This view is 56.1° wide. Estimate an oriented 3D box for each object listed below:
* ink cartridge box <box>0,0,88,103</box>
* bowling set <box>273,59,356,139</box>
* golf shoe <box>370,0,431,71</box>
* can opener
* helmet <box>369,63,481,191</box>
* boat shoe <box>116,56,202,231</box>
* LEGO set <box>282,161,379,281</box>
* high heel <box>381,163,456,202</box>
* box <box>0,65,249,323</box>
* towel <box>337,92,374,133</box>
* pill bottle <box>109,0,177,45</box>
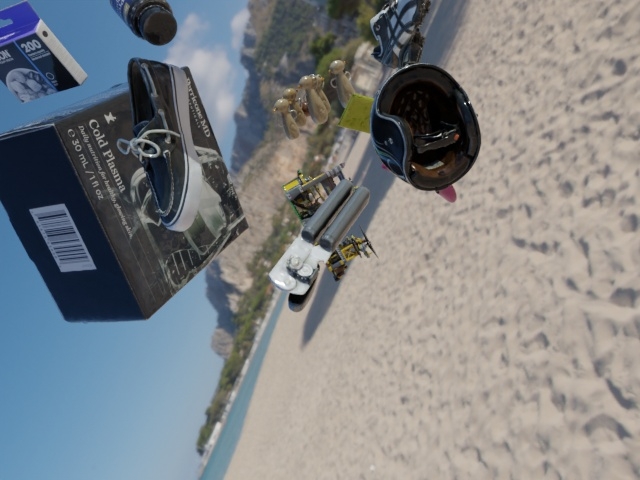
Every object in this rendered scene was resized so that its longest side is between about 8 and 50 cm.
[{"bbox_3d":[-0.689,-0.430,1.397,0.208,0.206,0.045,58,-146,-41],"label":"ink cartridge box"},{"bbox_3d":[-0.051,-0.449,1.903,0.287,0.154,0.200,-32,26,-18],"label":"bowling set"},{"bbox_3d":[0.122,-0.351,0.943,0.198,0.093,0.077,94,-162,-49],"label":"golf shoe"},{"bbox_3d":[0.000,0.000,1.098,0.280,0.074,0.093,-56,-17,-31],"label":"can opener"},{"bbox_3d":[0.151,-0.173,0.906,0.169,0.169,0.161,-65,33,37],"label":"helmet"},{"bbox_3d":[-0.275,-0.166,1.009,0.113,0.105,0.306,-15,76,42],"label":"boat shoe"},{"bbox_3d":[0.044,-0.075,1.671,0.192,0.331,0.255,-29,1,1],"label":"LEGO set"},{"bbox_3d":[0.258,-0.154,1.543,0.117,0.244,0.082,-40,40,6],"label":"high heel"},{"bbox_3d":[-0.481,-0.121,1.502,0.472,0.297,0.480,-51,-51,-53],"label":"box"},{"bbox_3d":[0.166,-0.339,1.685,0.021,0.237,0.102,55,128,44],"label":"towel"},{"bbox_3d":[-0.465,-0.606,1.590,0.122,0.219,0.123,-25,-38,-22],"label":"pill bottle"}]
